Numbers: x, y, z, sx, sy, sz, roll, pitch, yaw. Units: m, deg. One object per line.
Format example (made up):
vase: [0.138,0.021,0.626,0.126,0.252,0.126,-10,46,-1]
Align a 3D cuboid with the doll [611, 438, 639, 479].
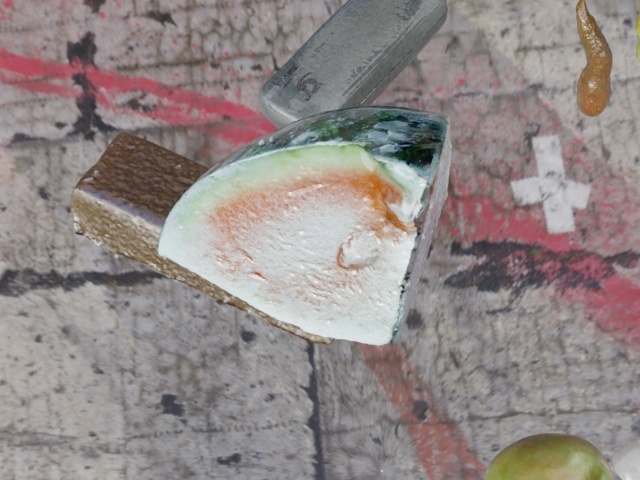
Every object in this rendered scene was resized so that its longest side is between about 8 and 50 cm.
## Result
doll: [0.464,0.156,0.722,0.423,0.161,0.348,-17,104,6]

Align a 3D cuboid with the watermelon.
watermelon: [0.000,0.000,0.751,0.289,0.320,0.214,-13,92,-2]

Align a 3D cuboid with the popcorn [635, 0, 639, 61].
popcorn: [0.531,-0.277,1.016,0.312,0.312,0.312,-1,75,4]

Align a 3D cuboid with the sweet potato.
sweet potato: [0.380,-0.244,1.188,0.050,0.214,0.050,-9,54,13]

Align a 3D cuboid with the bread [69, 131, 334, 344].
bread: [-0.142,-0.004,1.233,0.416,0.113,0.165,25,46,1]

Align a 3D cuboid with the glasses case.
glasses case: [0.053,-0.277,1.274,0.131,0.074,0.323,34,72,25]

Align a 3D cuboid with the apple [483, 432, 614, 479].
apple: [0.358,0.398,1.373,0.207,0.188,0.174,-22,98,-34]
